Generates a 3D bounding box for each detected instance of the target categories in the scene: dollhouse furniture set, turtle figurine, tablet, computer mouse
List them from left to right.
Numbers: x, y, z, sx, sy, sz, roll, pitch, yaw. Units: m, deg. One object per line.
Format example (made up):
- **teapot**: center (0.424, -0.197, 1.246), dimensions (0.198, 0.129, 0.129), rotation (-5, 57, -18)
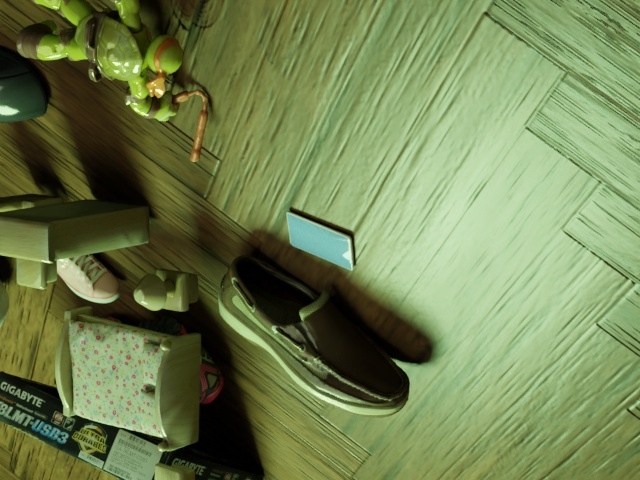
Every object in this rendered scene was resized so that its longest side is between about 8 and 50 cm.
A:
- **computer mouse**: center (-0.438, -0.169, 1.676), dimensions (0.262, 0.060, 0.184), rotation (22, 141, 26)
- **dollhouse furniture set**: center (-0.315, 0.136, 1.652), dimensions (0.303, 0.174, 0.355), rotation (9, 102, 36)
- **turtle figurine**: center (-0.217, -0.197, 1.404), dimensions (0.217, 0.087, 0.269), rotation (20, 141, 27)
- **tablet**: center (0.000, 0.000, 1.492), dimensions (0.083, 0.006, 0.054), rotation (23, 143, 25)

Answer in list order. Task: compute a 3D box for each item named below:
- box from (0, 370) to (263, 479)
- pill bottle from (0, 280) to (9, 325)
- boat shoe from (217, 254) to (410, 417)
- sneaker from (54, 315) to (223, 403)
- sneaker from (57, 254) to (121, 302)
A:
- **box**: center (-0.267, 0.283, 1.894), dimensions (0.293, 0.073, 0.295), rotation (22, 174, 27)
- **pill bottle**: center (-0.627, -0.011, 1.889), dimensions (0.229, 0.229, 0.407), rotation (3, 132, 42)
- **boat shoe**: center (-0.010, 0.104, 1.545), dimensions (0.257, 0.095, 0.095), rotation (30, 139, 16)
- **sneaker**: center (-0.255, 0.180, 1.847), dimensions (0.299, 0.121, 0.112), rotation (-2, 140, 50)
- **sneaker**: center (-0.320, 0.027, 1.791), dimensions (0.134, 0.051, 0.070), rotation (36, 151, 14)
